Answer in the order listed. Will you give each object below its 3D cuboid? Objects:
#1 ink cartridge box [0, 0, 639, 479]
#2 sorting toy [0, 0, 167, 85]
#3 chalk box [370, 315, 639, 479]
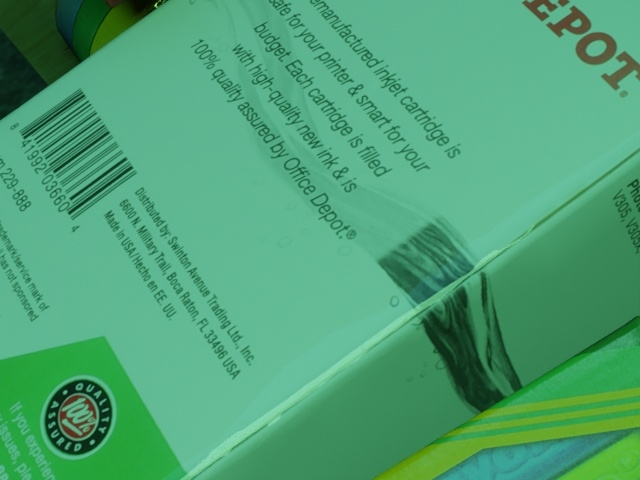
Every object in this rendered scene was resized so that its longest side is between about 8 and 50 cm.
[{"bbox_3d":[0.000,0.000,0.655,0.289,0.121,0.211,-36,47,-1],"label":"ink cartridge box"},{"bbox_3d":[-0.029,-0.161,0.722,0.257,0.255,0.089,-37,65,-2],"label":"sorting toy"},{"bbox_3d":[0.050,0.151,0.506,0.213,0.132,0.132,-33,47,3],"label":"chalk box"}]
